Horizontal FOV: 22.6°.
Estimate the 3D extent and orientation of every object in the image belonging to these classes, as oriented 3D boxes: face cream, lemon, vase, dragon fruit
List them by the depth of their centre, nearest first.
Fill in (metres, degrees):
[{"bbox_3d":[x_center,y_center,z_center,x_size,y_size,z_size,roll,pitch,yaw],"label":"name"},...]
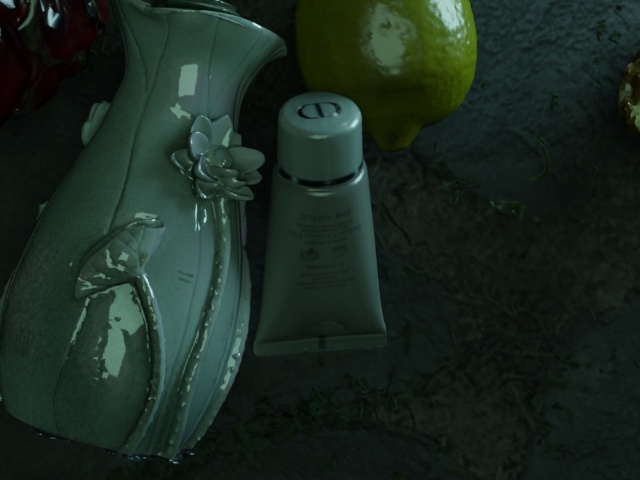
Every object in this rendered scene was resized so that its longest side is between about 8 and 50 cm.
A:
[{"bbox_3d":[-0.355,-0.239,1.492,0.329,0.329,0.329,0,95,-4],"label":"dragon fruit"},{"bbox_3d":[-0.171,-0.022,1.576,0.250,0.250,0.445,15,90,-5],"label":"vase"},{"bbox_3d":[0.063,-0.211,1.596,0.184,0.184,0.248,-8,91,-3],"label":"lemon"},{"bbox_3d":[0.000,0.000,1.602,0.143,0.089,0.314,-5,128,-6],"label":"face cream"}]

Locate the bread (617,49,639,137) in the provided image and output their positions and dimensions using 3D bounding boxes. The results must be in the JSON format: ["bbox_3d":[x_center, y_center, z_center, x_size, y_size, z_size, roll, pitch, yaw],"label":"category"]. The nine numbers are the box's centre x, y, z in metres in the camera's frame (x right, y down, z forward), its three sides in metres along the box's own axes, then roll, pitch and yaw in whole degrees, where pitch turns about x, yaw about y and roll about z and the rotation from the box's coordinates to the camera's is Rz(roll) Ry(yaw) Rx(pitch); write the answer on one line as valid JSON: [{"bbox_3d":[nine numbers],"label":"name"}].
[{"bbox_3d":[0.431,-0.178,1.644,0.260,0.147,0.160,-40,105,6],"label":"bread"}]
